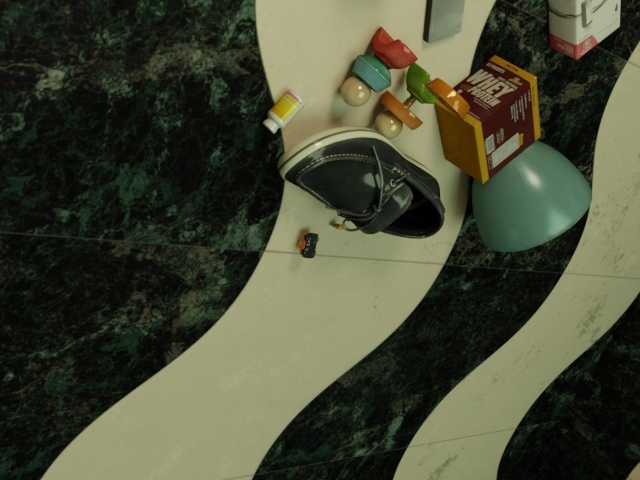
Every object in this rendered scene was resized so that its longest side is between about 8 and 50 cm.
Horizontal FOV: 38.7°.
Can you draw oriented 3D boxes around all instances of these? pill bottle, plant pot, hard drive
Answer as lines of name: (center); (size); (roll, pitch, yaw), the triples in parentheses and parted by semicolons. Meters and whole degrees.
pill bottle: (-0.070, -0.242, 1.718); (0.083, 0.043, 0.043); (-47, 143, -4)
plant pot: (0.484, -0.138, 2.219); (0.290, 0.290, 0.195); (-40, 114, -13)
hard drive: (0.257, -0.480, 1.865); (0.094, 0.022, 0.135); (-25, 137, -29)

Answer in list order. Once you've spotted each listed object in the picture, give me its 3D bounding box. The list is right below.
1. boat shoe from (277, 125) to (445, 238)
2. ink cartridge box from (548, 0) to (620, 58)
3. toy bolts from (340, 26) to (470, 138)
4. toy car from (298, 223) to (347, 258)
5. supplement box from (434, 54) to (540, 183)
boat shoe: (0.108, -0.108, 1.892); (0.187, 0.156, 0.500); (-35, 151, 26)
ink cartridge box: (0.611, -0.556, 2.105); (0.159, 0.092, 0.217); (-38, 140, -16)
toy bolts: (0.155, -0.282, 1.806); (0.158, 0.218, 0.228); (-47, 125, 7)
toy car: (0.000, 0.000, 1.999); (0.122, 0.041, 0.060); (-15, 110, -34)
supplement box: (0.385, -0.276, 2.082); (0.194, 0.129, 0.191); (-39, 141, -15)
